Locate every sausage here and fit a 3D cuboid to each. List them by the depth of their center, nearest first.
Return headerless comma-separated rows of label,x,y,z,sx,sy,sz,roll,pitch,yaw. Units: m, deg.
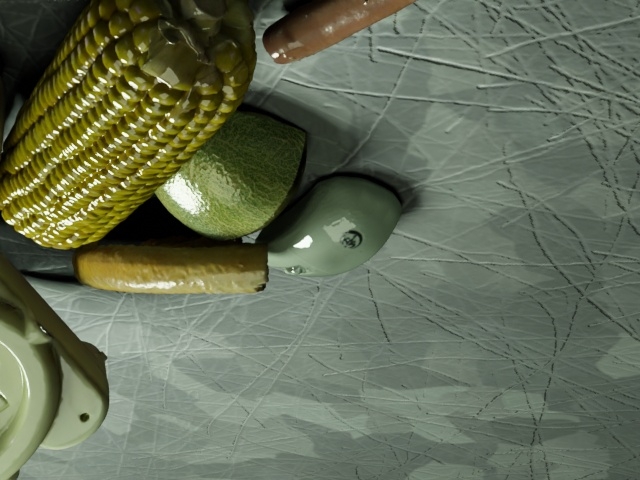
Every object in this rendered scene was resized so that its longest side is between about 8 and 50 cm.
sausage,0.028,-0.180,1.283,0.043,0.043,0.186,31,143,-34

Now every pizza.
pizza,-0.136,0.021,1.593,0.134,0.056,0.271,-12,-172,-35

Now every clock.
clock,-0.397,0.145,1.690,0.309,0.114,0.284,-34,119,6

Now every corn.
corn,-0.165,-0.098,1.371,0.144,0.144,0.387,19,147,-18

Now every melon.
melon,-0.101,-0.056,1.487,0.160,0.079,0.128,-19,142,39

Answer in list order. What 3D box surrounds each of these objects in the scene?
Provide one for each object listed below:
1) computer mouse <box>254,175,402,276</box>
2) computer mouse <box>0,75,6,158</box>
computer mouse,0.000,0.000,1.588,0.089,0.056,0.182,28,145,-23
computer mouse,-0.327,-0.060,1.469,0.082,0.145,0.236,9,153,-15
